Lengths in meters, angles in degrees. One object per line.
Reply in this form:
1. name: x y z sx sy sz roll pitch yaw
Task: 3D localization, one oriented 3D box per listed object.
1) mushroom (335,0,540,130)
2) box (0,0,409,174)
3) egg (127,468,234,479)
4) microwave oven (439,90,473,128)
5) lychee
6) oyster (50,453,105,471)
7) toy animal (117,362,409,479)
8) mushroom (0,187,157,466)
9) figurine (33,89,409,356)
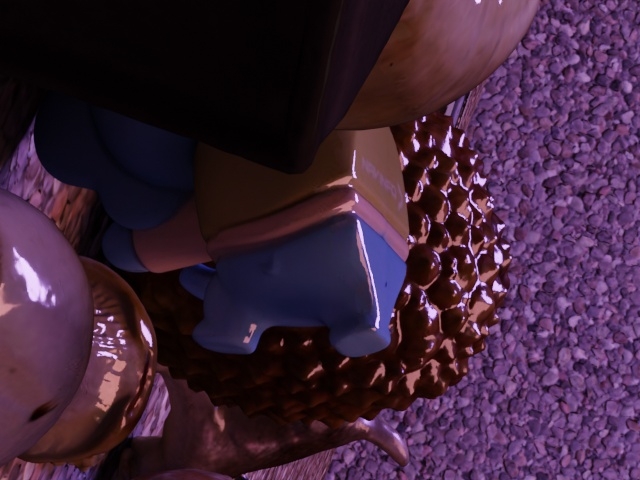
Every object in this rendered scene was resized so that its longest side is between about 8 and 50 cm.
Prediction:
1. mushroom: 0.026 -0.221 0.810 0.352 0.260 0.352 10 90 -78
2. box: -0.057 -0.223 0.365 0.204 0.251 0.345 -60 166 -47
3. egg: -0.114 0.263 1.386 0.233 0.195 0.195 -59 168 -33
4. microwave oven: 0.023 -0.070 1.546 0.129 0.163 0.205 -52 161 -65
5. lychee: 0.000 0.000 1.266 0.267 0.267 0.267 21 90 -82
6. oyster: -0.144 0.108 1.270 0.200 0.061 0.106 33 79 -82
7. toy animal: -0.065 0.139 1.518 0.121 0.233 0.169 -82 151 -81
8. mushroom: -0.165 0.054 0.901 0.159 0.122 0.329 -33 170 2
9. figurine: -0.049 -0.051 0.975 0.180 0.154 0.262 -34 -123 41
